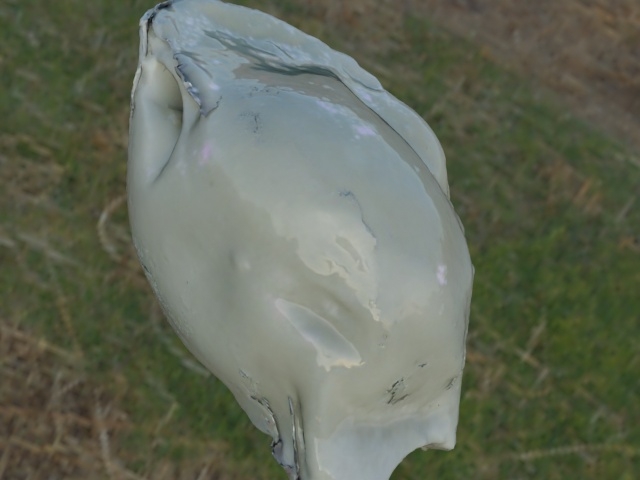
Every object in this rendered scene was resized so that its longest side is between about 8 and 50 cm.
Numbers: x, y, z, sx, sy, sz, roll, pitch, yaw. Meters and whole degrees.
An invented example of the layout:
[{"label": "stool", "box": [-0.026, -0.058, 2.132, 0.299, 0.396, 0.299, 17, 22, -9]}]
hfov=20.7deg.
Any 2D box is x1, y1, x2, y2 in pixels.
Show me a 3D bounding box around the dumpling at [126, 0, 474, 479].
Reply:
[{"label": "dumpling", "box": [0.000, 0.000, 0.640, 0.136, 0.118, 0.199, -7, 79, -52]}]
